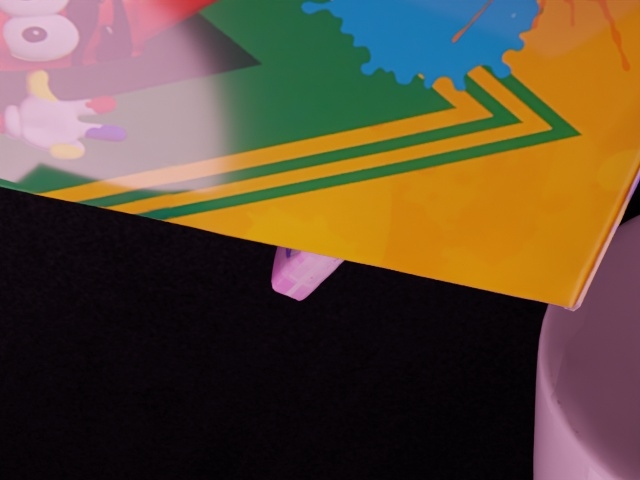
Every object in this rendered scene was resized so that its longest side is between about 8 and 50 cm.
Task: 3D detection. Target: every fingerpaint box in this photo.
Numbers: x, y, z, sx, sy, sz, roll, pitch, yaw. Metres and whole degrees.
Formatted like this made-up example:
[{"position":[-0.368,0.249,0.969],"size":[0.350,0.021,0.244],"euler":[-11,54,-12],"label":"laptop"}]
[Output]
[{"position":[-0.061,-0.202,0.714],"size":[0.371,0.445,0.163],"euler":[12,128,-8],"label":"fingerpaint box"}]

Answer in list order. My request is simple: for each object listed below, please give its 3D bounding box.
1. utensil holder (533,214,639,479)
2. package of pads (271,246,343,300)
[{"position":[0.301,0.205,1.194],"size":[0.327,0.327,0.385],"euler":[-2,134,7],"label":"utensil holder"},{"position":[0.000,0.000,1.204],"size":[0.032,0.050,0.083],"euler":[28,132,-22],"label":"package of pads"}]
